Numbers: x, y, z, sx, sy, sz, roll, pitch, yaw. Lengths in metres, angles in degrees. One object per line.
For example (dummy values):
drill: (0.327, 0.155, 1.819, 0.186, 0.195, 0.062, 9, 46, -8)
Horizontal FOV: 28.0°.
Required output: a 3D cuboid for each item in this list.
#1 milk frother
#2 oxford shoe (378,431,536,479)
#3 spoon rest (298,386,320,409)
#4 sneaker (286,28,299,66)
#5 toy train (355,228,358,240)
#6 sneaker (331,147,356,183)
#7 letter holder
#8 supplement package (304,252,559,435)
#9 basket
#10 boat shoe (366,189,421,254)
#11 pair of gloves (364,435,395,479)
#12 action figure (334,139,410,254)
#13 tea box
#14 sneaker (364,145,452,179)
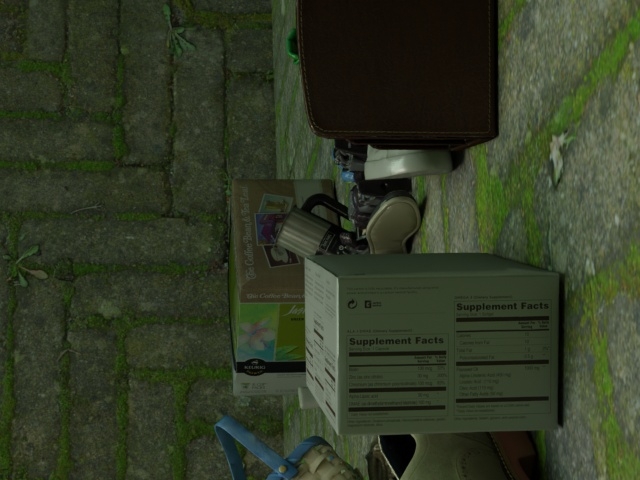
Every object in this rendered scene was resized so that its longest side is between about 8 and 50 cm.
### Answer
milk frother: (0.000, 0.000, 2.359, 0.129, 0.135, 0.143, -58, -8, -30)
oxford shoe: (0.139, 0.279, 1.157, 0.397, 0.147, 0.140, -109, 21, -69)
spoon rest: (0.035, 0.208, 2.399, 0.137, 0.084, 0.276, -100, 25, -48)
sneaker: (-0.006, -0.365, 2.457, 0.295, 0.124, 0.109, 100, 167, -59)
toy train: (0.075, 0.033, 2.146, 0.027, 0.036, 0.158, 116, 153, -75)
sneaker: (0.065, -0.146, 2.184, 0.188, 0.067, 0.078, -106, 38, -72)
letter holder: (0.072, -0.256, 1.422, 0.152, 0.215, 0.301, 175, 95, -83)
supplement package: (0.099, 0.091, 1.253, 0.262, 0.204, 0.145, -149, 59, -82)
basket: (-0.042, 0.418, 2.021, 0.201, 0.289, 0.254, -47, -33, -25)
boat shoe: (0.097, -0.028, 1.817, 0.206, 0.075, 0.065, 93, 171, -64)
pair of gloves: (0.084, 0.307, 2.059, 0.204, 0.042, 0.240, 117, 152, -75)
action figure: (0.068, -0.074, 1.976, 0.285, 0.099, 0.185, 99, 161, -73)
tea box: (-0.078, 0.094, 2.658, 0.329, 0.220, 0.323, -98, 9, -46)
sneaker: (0.101, -0.163, 1.637, 0.292, 0.108, 0.169, -136, 43, -82)
